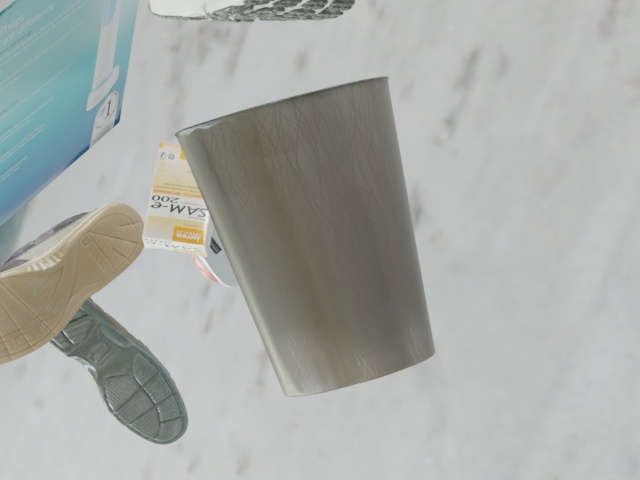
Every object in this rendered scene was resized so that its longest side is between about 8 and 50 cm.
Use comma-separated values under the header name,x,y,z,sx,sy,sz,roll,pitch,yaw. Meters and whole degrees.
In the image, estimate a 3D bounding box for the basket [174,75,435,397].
name,x,y,z,sx,sy,sz,roll,pitch,yaw
basket,0.000,0.000,1.372,0.154,0.204,0.227,-15,91,41

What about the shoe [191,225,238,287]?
name,x,y,z,sx,sy,sz,roll,pitch,yaw
shoe,-0.168,-0.013,2.342,0.063,0.178,0.081,-37,12,-16

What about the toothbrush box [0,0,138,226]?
name,x,y,z,sx,sy,sz,roll,pitch,yaw
toothbrush box,-0.237,-0.163,1.242,0.216,0.126,0.295,-48,-16,-40

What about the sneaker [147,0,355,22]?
name,x,y,z,sx,sy,sz,roll,pitch,yaw
sneaker,-0.093,-0.364,2.124,0.410,0.158,0.182,9,100,55

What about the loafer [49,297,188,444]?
name,x,y,z,sx,sy,sz,roll,pitch,yaw
loafer,-0.261,0.144,2.188,0.096,0.267,0.084,-36,20,14

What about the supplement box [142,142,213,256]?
name,x,y,z,sx,sy,sz,roll,pitch,yaw
supplement box,-0.130,-0.039,1.627,0.036,0.062,0.098,91,-174,-71

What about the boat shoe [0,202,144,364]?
name,x,y,z,sx,sy,sz,roll,pitch,yaw
boat shoe,-0.336,0.054,2.053,0.285,0.103,0.092,-40,17,-20
